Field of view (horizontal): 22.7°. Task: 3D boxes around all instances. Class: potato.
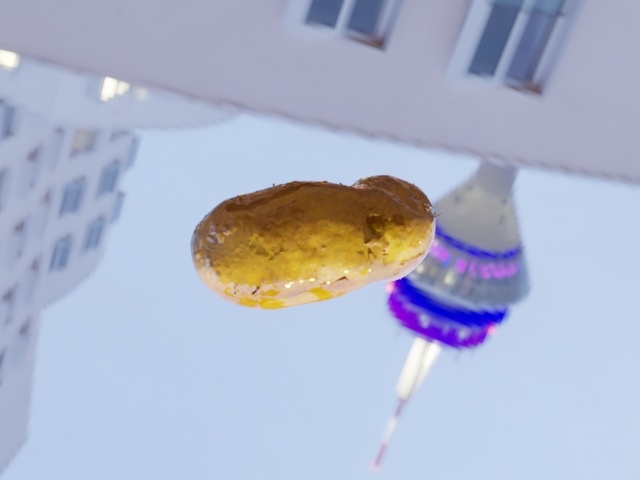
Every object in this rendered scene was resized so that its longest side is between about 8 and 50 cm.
[{"bbox_3d":[0.000,0.000,0.572,0.092,0.045,0.046,-8,-177,-13],"label":"potato"}]
